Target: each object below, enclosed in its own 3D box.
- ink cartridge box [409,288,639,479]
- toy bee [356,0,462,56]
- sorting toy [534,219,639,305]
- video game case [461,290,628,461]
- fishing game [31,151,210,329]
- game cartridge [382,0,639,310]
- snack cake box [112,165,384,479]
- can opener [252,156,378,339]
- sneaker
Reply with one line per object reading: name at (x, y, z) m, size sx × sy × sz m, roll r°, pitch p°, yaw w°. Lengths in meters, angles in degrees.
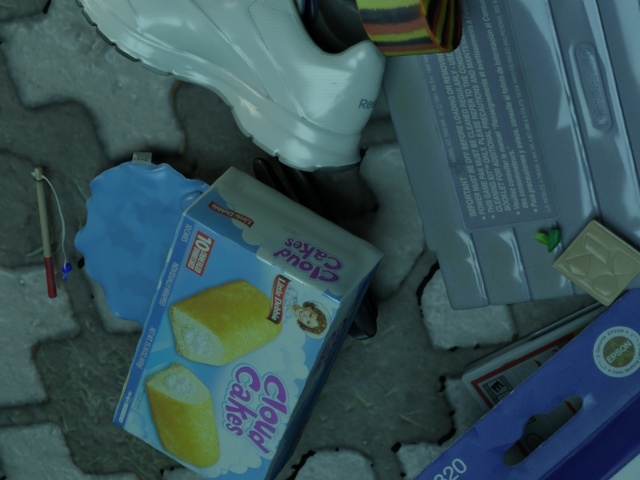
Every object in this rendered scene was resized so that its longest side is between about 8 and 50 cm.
ink cartridge box at (0.266, 0.253, 1.575) m, size 0.324 × 0.071 × 0.330 m, roll -42°, pitch 101°, yaw 4°
toy bee at (0.033, -0.274, 1.379) m, size 0.195 × 0.162 × 0.298 m, roll -25°, pitch 92°, yaw 26°
sorting toy at (0.214, 0.009, 1.523) m, size 0.083 × 0.012 × 0.062 m, roll 36°, pitch 126°, yaw -3°
video game case at (0.291, 0.135, 1.638) m, size 0.285 × 0.025 × 0.204 m, roll -29°, pitch 105°, yaw 30°
fishing game at (-0.137, 0.008, 1.700) m, size 0.264 × 0.041 × 0.189 m, roll 10°, pitch 122°, yaw 24°
game cartridge at (0.165, -0.122, 1.518) m, size 0.230 × 0.068 × 0.355 m, roll -6°, pitch 112°, yaw 26°
snack cake box at (-0.066, 0.085, 1.626) m, size 0.152 × 0.089 × 0.264 m, roll 31°, pitch 130°, yaw 10°
can opener at (0.000, 0.000, 1.650) m, size 0.073 × 0.059 × 0.186 m, roll -15°, pitch 104°, yaw 54°
sneaker at (-0.071, -0.177, 1.543) m, size 0.297 × 0.111 × 0.129 m, roll 32°, pitch 113°, yaw 10°
